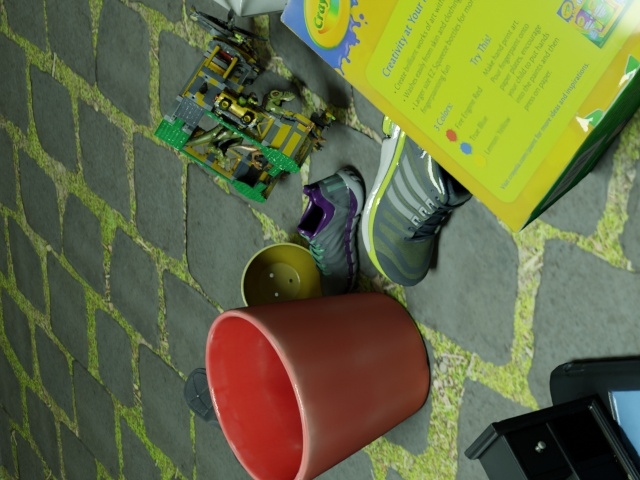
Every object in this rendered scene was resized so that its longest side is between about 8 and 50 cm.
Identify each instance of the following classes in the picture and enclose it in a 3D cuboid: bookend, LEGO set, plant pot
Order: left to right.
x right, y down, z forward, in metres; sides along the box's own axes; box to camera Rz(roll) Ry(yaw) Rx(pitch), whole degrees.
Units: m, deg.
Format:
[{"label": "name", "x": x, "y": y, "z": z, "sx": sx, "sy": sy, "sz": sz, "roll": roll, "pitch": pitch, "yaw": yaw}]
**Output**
[{"label": "LEGO set", "x": -0.099, "y": -0.210, "z": 1.831, "sx": 0.255, "sy": 0.192, "sz": 0.331, "roll": 30, "pitch": 164, "yaw": -1}, {"label": "plant pot", "x": -0.061, "y": 0.071, "z": 1.954, "sx": 0.095, "sy": 0.134, "sz": 0.134, "roll": 177, "pitch": 78, "yaw": -83}, {"label": "plant pot", "x": 0.003, "y": 0.195, "z": 1.775, "sx": 0.275, "sy": 0.243, "sz": 0.275, "roll": 32, "pitch": 131, "yaw": 48}, {"label": "bookend", "x": 0.270, "y": 0.269, "z": 1.378, "sx": 0.156, "sy": 0.157, "sz": 0.072, "roll": 64, "pitch": 146, "yaw": 27}]

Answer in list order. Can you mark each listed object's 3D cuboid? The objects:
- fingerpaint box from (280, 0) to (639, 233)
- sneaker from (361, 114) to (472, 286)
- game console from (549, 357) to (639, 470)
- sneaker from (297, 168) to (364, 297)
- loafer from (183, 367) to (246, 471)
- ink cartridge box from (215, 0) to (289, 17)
[{"label": "fingerpaint box", "x": 0.197, "y": -0.290, "z": 1.235, "sx": 0.371, "sy": 0.163, "sz": 0.445, "roll": 43, "pitch": 141, "yaw": 14}, {"label": "sneaker", "x": 0.134, "y": -0.059, "z": 1.585, "sx": 0.121, "sy": 0.111, "sz": 0.300, "roll": 38, "pitch": 136, "yaw": 39}, {"label": "game console", "x": 0.413, "y": 0.293, "z": 1.342, "sx": 0.386, "sy": 0.060, "sz": 0.342, "roll": -14, "pitch": 92, "yaw": 59}, {"label": "sneaker", "x": 0.000, "y": 0.000, "z": 1.831, "sx": 0.083, "sy": 0.098, "sz": 0.223, "roll": 38, "pitch": 134, "yaw": 45}, {"label": "loafer", "x": -0.117, "y": 0.318, "z": 2.138, "sx": 0.302, "sy": 0.095, "sz": 0.109, "roll": 37, "pitch": 103, "yaw": 39}, {"label": "ink cartridge box", "x": -0.136, "y": -0.472, "z": 1.814, "sx": 0.278, "sy": 0.117, "sz": 0.201, "roll": 40, "pitch": 135, "yaw": 42}]
